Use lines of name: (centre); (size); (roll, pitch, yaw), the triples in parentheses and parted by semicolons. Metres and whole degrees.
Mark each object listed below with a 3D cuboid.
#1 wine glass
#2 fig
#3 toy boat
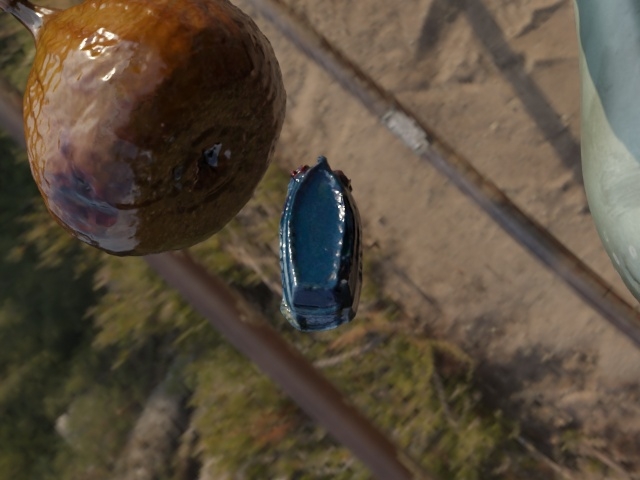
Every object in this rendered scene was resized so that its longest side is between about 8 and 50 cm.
wine glass: (0.137, -0.012, 0.419); (0.093, 0.093, 0.202); (-18, 76, 48)
fig: (-0.122, -0.085, 0.661); (0.201, 0.134, 0.146); (31, 101, 22)
toy boat: (0.000, 0.000, 0.514); (0.038, 0.083, 0.038); (1, 150, 1)
